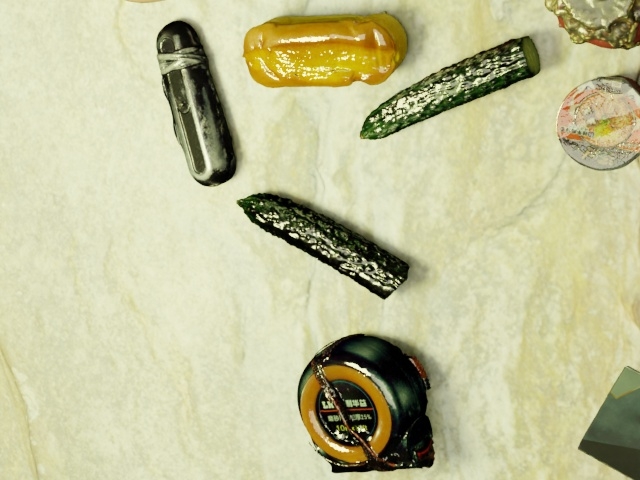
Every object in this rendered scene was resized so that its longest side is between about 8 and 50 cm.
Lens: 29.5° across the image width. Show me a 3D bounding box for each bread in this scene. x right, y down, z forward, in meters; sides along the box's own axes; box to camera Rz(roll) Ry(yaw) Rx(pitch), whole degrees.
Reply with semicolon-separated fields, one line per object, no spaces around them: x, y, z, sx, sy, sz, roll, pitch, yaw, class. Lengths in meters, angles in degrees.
0.003;-0.278;1.784;0.245;0.094;0.102;3;113;20;bread

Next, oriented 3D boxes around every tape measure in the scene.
0.069;0.258;1.907;0.202;0.135;0.223;-10;100;34;tape measure

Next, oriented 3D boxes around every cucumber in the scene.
0.001;-0.002;1.882;0.300;0.072;0.072;30;115;11;cucumber
0.174;-0.214;1.751;0.293;0.067;0.068;-21;98;28;cucumber

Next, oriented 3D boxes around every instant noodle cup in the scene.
0.390;-0.169;1.639;0.127;0.135;0.127;6;109;19;instant noodle cup

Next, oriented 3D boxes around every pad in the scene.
0.526;0.308;1.811;0.243;0.004;0.164;28;115;11;pad

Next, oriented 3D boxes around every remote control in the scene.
-0.201;-0.210;1.898;0.090;0.066;0.266;-12;102;20;remote control

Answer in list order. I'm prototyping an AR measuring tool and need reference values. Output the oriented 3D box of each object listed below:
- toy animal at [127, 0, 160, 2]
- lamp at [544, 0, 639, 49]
-0.294;-0.496;1.773;0.326;0.237;0.269;29;106;16;toy animal
0.382;-0.328;1.514;0.177;0.274;0.177;9;108;29;lamp
